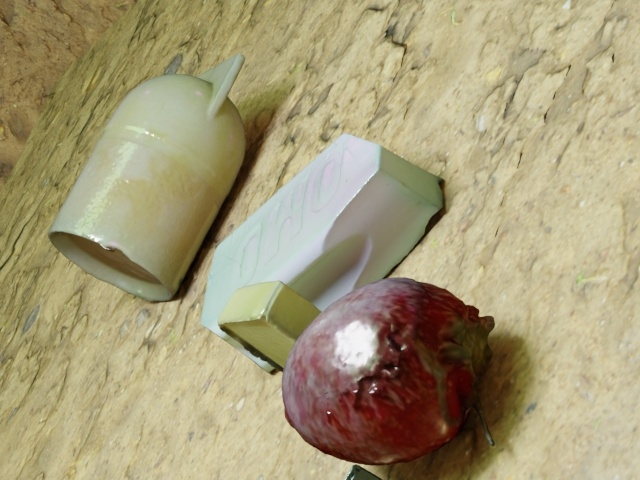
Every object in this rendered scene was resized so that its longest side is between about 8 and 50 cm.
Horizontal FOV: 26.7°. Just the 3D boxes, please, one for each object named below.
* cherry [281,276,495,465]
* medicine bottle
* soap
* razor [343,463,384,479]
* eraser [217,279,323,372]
[{"bbox_3d":[0.055,0.139,1.354,0.250,0.175,0.192,-27,45,36],"label":"cherry"},{"bbox_3d":[-0.261,-0.126,2.265,0.236,0.236,0.406,-9,51,60],"label":"medicine bottle"},{"bbox_3d":[0.000,0.000,1.736,0.347,0.115,0.208,-40,27,32],"label":"soap"},{"bbox_3d":[0.075,0.301,1.263,0.106,0.068,0.232,-58,29,-5],"label":"razor"},{"bbox_3d":[-0.021,0.116,1.541,0.117,0.172,0.058,-16,42,57],"label":"eraser"}]
